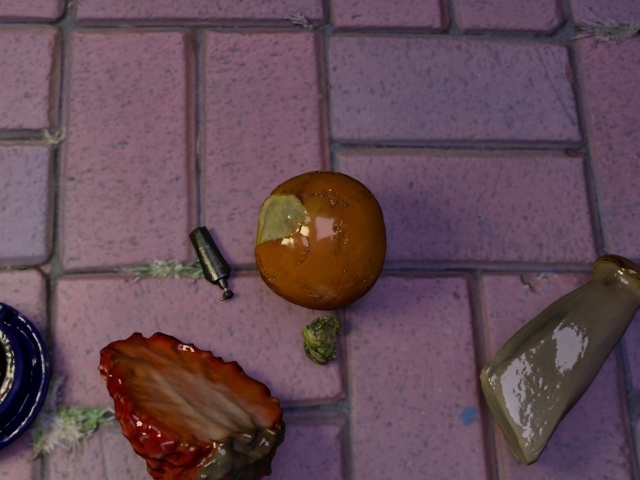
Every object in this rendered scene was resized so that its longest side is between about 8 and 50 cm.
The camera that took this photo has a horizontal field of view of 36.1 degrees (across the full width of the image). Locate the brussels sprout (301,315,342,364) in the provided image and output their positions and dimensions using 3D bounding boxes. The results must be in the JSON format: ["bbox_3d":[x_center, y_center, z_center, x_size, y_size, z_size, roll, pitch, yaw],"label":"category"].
[{"bbox_3d":[0.000,0.171,1.677,0.085,0.058,0.085,16,64,-36],"label":"brussels sprout"}]

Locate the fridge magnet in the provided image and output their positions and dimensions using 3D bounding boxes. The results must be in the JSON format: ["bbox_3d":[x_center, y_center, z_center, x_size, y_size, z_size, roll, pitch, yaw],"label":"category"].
[{"bbox_3d":[-0.568,0.216,1.568,0.265,0.113,0.266,1,69,-3],"label":"fridge magnet"}]

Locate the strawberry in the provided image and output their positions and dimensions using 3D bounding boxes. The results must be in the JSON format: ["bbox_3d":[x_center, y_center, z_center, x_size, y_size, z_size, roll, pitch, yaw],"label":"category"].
[{"bbox_3d":[-0.221,0.283,1.554,0.336,0.149,0.265,34,29,29],"label":"strawberry"}]

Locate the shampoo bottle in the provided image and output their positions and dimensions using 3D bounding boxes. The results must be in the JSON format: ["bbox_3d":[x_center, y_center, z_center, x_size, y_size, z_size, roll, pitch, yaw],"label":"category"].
[{"bbox_3d":[-0.188,0.040,1.721,0.048,0.027,0.137,-28,73,-1],"label":"shampoo bottle"}]

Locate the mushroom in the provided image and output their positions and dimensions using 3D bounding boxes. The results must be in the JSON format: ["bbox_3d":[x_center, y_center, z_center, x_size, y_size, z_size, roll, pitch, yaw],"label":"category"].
[{"bbox_3d":[0.410,0.183,1.671,0.154,0.137,0.407,35,67,20],"label":"mushroom"}]

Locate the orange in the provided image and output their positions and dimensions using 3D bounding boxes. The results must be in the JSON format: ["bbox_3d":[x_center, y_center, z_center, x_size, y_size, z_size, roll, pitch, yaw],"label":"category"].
[{"bbox_3d":[0.000,0.000,1.644,0.239,0.240,0.240,2,69,-5],"label":"orange"}]
